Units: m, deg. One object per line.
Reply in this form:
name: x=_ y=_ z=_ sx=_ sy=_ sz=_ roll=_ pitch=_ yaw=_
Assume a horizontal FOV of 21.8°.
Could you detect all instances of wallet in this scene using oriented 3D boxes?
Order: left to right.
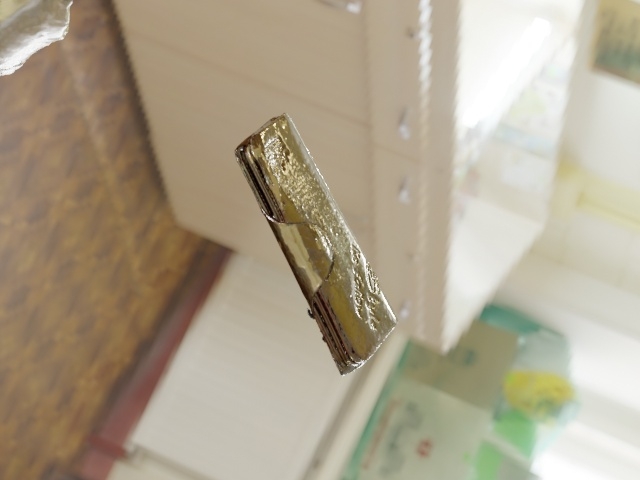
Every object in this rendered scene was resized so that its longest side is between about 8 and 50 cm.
wallet: x=0.000 y=0.000 z=1.503 sx=0.232 sy=0.031 sz=0.122 roll=64 pitch=25 yaw=-10

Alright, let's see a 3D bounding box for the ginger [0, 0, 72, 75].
ginger: x=-0.327 y=-0.258 z=1.553 sx=0.275 sy=0.221 sz=0.130 roll=94 pitch=-1 yaw=-45
